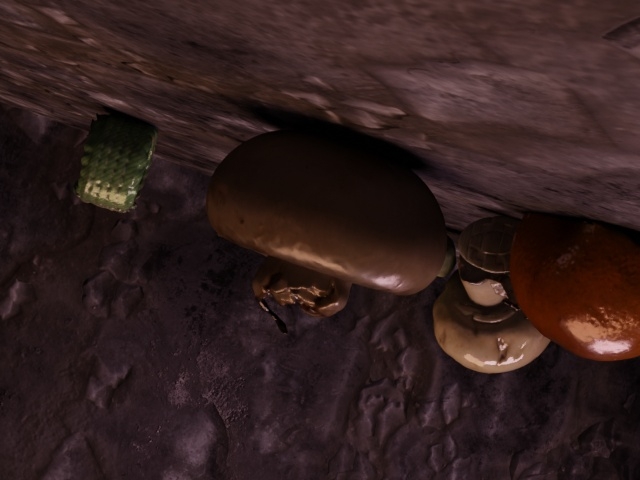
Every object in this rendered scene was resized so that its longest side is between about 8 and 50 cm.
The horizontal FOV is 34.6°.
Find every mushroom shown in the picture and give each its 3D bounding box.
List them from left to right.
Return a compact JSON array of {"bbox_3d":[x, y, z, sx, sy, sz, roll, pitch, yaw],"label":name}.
[{"bbox_3d":[0.000,0.000,1.503,0.362,0.294,0.362,19,177,1],"label":"mushroom"},{"bbox_3d":[0.405,0.134,2.401,0.314,0.314,0.336,18,154,27],"label":"mushroom"}]

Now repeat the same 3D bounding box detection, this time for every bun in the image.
[{"bbox_3d":[0.237,0.011,2.460,0.195,0.118,0.195,22,-176,-1],"label":"bun"}]

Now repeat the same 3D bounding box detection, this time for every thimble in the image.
[{"bbox_3d":[-0.470,-0.178,2.358,0.150,0.219,0.219,17,179,-7],"label":"thimble"}]

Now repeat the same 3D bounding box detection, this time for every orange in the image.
[{"bbox_3d":[0.424,0.058,1.539,0.274,0.274,0.310,20,152,-36],"label":"orange"}]

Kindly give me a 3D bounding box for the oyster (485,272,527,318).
[{"bbox_3d":[0.447,0.110,1.888,0.198,0.133,0.337,14,-179,-27],"label":"oyster"}]

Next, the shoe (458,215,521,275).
[{"bbox_3d":[0.344,0.021,1.789,0.227,0.099,0.125,15,176,-4],"label":"shoe"}]
